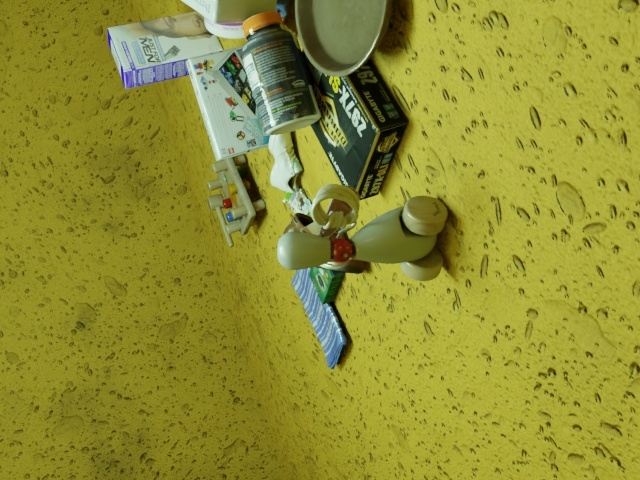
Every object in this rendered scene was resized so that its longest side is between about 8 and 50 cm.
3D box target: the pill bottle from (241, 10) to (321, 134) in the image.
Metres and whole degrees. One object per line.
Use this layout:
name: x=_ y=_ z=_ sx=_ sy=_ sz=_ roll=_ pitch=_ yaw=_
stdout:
pill bottle: x=-0.093 y=-0.362 z=1.484 sx=0.130 sy=0.131 sz=0.245 roll=166 pitch=86 yaw=-71

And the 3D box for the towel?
towel: x=-0.010 y=0.221 z=2.155 sx=0.243 sy=0.040 sz=0.336 roll=103 pitch=143 yaw=-61

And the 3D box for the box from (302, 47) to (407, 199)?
box: x=0.053 y=-0.283 z=1.466 sx=0.322 sy=0.079 sz=0.257 roll=64 pitch=158 yaw=23

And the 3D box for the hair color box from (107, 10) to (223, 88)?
hair color box: x=-0.518 y=-0.644 z=2.304 sx=0.185 sy=0.339 sz=0.110 roll=66 pitch=159 yaw=17

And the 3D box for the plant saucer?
plant saucer: x=0.044 y=-0.447 z=1.280 sx=0.278 sy=0.041 sz=0.277 roll=15 pitch=109 yaw=52

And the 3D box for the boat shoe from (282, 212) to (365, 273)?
boat shoe: x=0.000 y=0.000 z=1.809 sx=0.324 sy=0.123 sz=0.119 roll=24 pitch=103 yaw=51

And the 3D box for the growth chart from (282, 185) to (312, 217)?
growth chart: x=-0.049 y=-0.076 z=2.028 sx=0.237 sy=0.021 sz=0.172 roll=62 pitch=158 yaw=25

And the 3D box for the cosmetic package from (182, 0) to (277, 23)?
cosmetic package: x=-0.190 y=-0.710 z=1.418 sx=0.230 sy=0.162 sz=0.453 roll=41 pitch=135 yaw=36

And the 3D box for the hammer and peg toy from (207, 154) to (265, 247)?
hammer and peg toy: x=-0.318 y=-0.144 z=2.550 sx=0.265 sy=0.127 sz=0.361 roll=66 pitch=160 yaw=11

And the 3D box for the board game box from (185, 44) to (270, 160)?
board game box: x=-0.259 y=-0.407 z=2.034 sx=0.053 sy=0.193 sz=0.305 roll=-1 pitch=106 yaw=70

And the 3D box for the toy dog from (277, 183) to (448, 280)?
toy dog: x=0.088 y=-0.025 z=1.324 sx=0.161 sy=0.334 sz=0.220 roll=-105 pitch=35 yaw=-51

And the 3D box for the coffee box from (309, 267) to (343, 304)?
coffee box: x=0.014 y=0.097 z=1.980 sx=0.184 sy=0.040 sz=0.113 roll=105 pitch=144 yaw=-57

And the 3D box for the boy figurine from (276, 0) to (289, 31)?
boy figurine: x=-0.109 y=-0.547 z=1.647 sx=0.177 sy=0.092 sz=0.285 roll=67 pitch=161 yaw=12

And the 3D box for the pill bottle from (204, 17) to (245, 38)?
pill bottle: x=-0.222 y=-0.678 z=1.717 sx=0.169 sy=0.169 sz=0.301 roll=55 pitch=156 yaw=39

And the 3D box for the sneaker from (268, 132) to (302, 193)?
sneaker: x=-0.089 y=-0.229 z=1.942 sx=0.094 sy=0.080 sz=0.212 roll=32 pitch=139 yaw=32
